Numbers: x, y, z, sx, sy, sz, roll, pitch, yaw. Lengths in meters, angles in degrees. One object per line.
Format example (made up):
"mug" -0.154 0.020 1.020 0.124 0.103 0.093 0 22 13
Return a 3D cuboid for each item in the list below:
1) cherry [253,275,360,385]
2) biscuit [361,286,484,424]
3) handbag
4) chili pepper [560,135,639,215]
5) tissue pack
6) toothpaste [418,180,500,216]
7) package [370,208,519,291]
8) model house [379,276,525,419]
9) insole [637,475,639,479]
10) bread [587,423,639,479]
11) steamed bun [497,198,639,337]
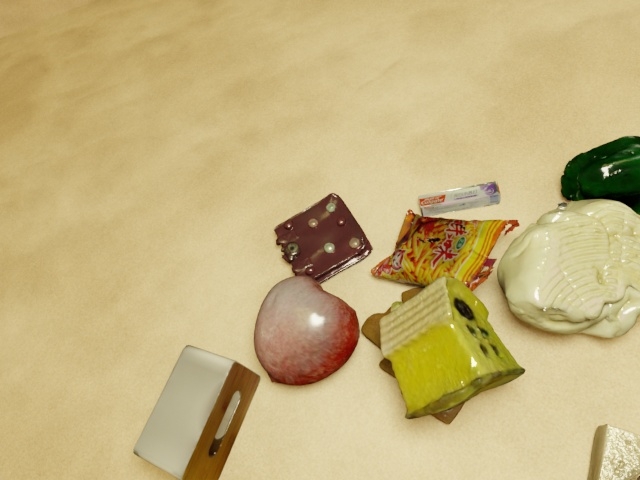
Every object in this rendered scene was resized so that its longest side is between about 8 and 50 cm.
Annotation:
"cherry" -0.044 0.203 1.036 0.240 0.206 0.239 -1 64 2
"biscuit" 0.244 0.240 1.027 0.278 0.043 0.301 -18 59 6
"handbag" 0.000 -0.002 1.214 0.216 0.074 0.203 -29 57 -1
"chili pepper" 0.686 -0.142 1.046 0.261 0.173 0.165 -15 34 9
"tissue pack" -0.262 0.377 1.032 0.136 0.159 0.246 12 67 24
"toothpaste" 0.349 -0.103 1.190 0.197 0.040 0.047 -10 58 11
"package" 0.279 0.024 1.079 0.288 0.108 0.223 13 57 44
"model house" 0.222 0.193 0.897 0.193 0.175 0.234 -45 58 35
"insole" 0.594 0.515 0.763 0.005 0.086 0.253 -43 54 40
"bread" 0.537 0.411 0.829 0.105 0.077 0.152 14 68 24
"steamed bun" 0.510 0.059 0.960 0.320 0.206 0.274 2 78 -8
